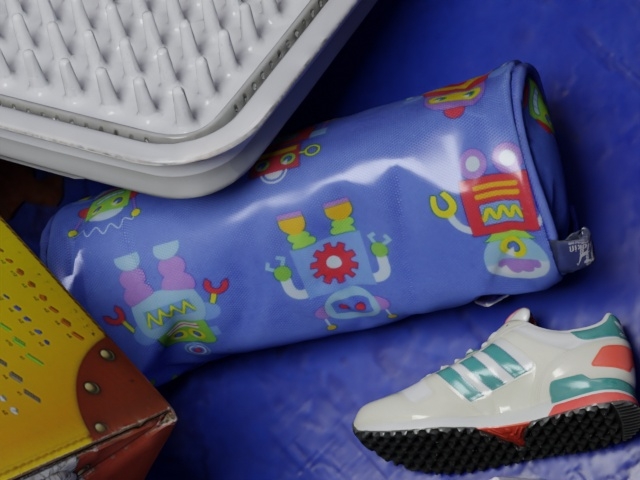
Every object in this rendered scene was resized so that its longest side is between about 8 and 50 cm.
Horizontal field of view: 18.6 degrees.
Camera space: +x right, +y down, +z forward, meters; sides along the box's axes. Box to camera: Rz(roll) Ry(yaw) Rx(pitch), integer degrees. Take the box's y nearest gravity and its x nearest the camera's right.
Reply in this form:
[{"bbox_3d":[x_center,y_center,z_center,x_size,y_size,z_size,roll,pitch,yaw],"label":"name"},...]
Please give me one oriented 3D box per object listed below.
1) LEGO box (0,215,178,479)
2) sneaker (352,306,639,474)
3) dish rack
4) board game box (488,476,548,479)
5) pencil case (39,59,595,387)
[{"bbox_3d":[-0.361,0.068,1.059,0.500,0.193,0.372,46,128,20],"label":"LEGO box"},{"bbox_3d":[0.097,0.079,1.073,0.161,0.057,0.075,-10,55,20],"label":"sneaker"},{"bbox_3d":[-0.096,-0.150,1.132,0.285,0.072,0.333,16,49,24],"label":"dish rack"},{"bbox_3d":[0.030,0.327,0.978,0.318,0.066,0.319,-31,67,25],"label":"board game box"},{"bbox_3d":[0.000,0.000,1.093,0.306,0.133,0.119,-16,28,16],"label":"pencil case"}]
